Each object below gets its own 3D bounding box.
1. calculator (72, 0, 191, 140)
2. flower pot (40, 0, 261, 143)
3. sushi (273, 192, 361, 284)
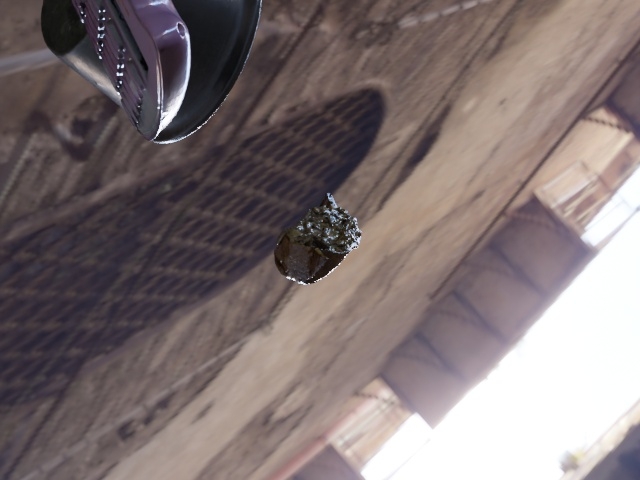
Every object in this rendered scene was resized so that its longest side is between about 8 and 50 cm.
[{"bbox_3d":[-0.166,-0.189,1.193,0.194,0.043,0.294,63,-15,4],"label":"calculator"},{"bbox_3d":[-0.186,-0.233,1.427,0.235,0.148,0.235,-23,-123,42],"label":"flower pot"},{"bbox_3d":[0.000,0.000,1.105,0.052,0.120,0.055,36,-66,7],"label":"sushi"}]
